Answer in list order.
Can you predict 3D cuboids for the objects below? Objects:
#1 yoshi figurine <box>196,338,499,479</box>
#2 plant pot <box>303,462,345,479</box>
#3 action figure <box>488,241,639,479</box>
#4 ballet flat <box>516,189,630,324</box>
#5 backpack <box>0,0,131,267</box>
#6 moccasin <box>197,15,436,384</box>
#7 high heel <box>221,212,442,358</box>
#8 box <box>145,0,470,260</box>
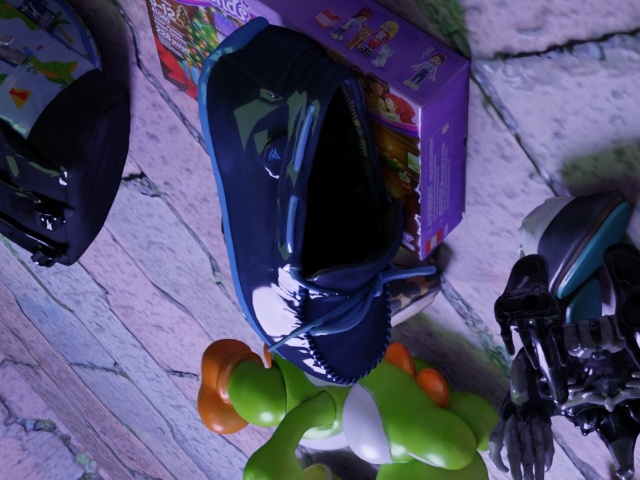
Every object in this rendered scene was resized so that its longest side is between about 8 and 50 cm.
[{"bbox_3d":[0.038,0.200,1.473,0.203,0.204,0.362,41,162,-35],"label":"yoshi figurine"},{"bbox_3d":[0.052,0.475,1.861,0.293,0.275,0.275,34,161,-11],"label":"plant pot"},{"bbox_3d":[0.190,0.109,0.995,0.164,0.141,0.276,-6,153,16],"label":"action figure"},{"bbox_3d":[0.169,0.015,1.043,0.074,0.074,0.203,37,159,21],"label":"ballet flat"},{"bbox_3d":[-0.363,-0.168,1.488,0.355,0.273,0.290,22,159,1],"label":"backpack"},{"bbox_3d":[0.000,0.000,1.077,0.117,0.138,0.342,23,151,34],"label":"moccasin"},{"bbox_3d":[0.000,0.003,1.335,0.261,0.093,0.186,-21,92,54],"label":"high heel"},{"bbox_3d":[-0.017,-0.131,1.135,0.293,0.057,0.201,36,156,24],"label":"box"}]
